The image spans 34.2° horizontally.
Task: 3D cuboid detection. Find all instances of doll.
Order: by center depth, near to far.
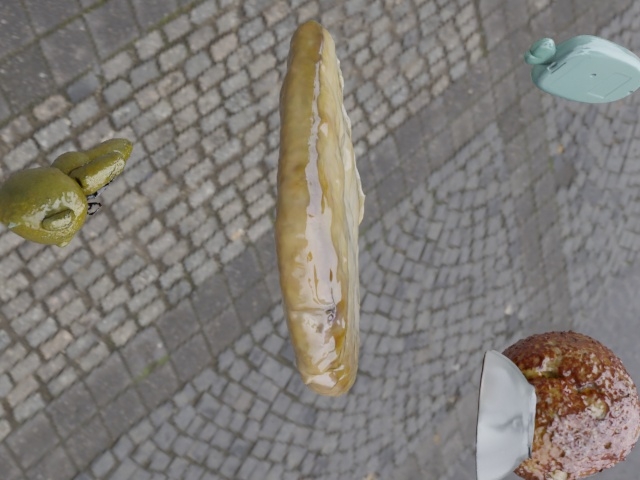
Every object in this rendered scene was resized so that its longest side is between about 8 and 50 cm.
[{"bbox_3d":[-0.282,-0.053,1.179,0.209,0.137,0.097,-49,130,-56],"label":"doll"}]

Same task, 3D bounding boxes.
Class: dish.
[{"bbox_3d":[0.247,0.234,1.365,0.190,0.066,0.191,3,90,-74],"label":"dish"}]

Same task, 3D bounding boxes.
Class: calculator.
[{"bbox_3d":[0.284,-0.184,1.126,0.153,0.095,0.021,11,61,-30],"label":"calculator"}]

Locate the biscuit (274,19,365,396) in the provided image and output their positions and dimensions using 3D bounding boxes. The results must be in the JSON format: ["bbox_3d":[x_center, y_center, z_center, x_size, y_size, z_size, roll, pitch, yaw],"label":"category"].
[{"bbox_3d":[-0.001,0.000,1.469,0.429,0.103,0.446,77,13,-58],"label":"biscuit"}]

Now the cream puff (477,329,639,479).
[{"bbox_3d":[0.348,0.241,1.531,0.240,0.240,0.164,-58,162,-10],"label":"cream puff"}]
